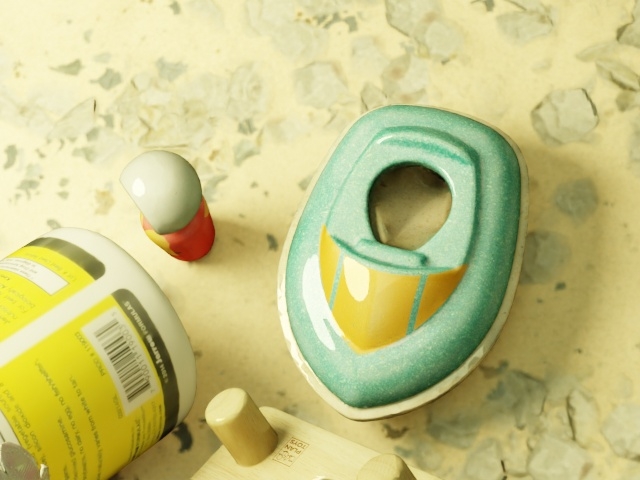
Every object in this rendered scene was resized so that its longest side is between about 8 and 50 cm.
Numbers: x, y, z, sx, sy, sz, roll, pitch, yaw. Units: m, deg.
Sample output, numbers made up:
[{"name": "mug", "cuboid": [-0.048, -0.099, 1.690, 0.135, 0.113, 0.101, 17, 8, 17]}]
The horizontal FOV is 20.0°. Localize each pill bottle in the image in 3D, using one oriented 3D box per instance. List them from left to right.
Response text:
[{"name": "pill bottle", "cuboid": [-0.268, 0.144, 1.344, 0.188, 0.188, 0.334, 41, 53, 19]}]

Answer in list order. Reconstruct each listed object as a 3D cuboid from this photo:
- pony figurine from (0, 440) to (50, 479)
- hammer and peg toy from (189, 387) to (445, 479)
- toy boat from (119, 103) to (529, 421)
[{"name": "pony figurine", "cuboid": [-0.219, 0.352, 1.132, 0.363, 0.351, 0.303, 37, 53, 19]}, {"name": "hammer and peg toy", "cuboid": [-0.076, 0.222, 1.301, 0.266, 0.127, 0.361, -46, 33, -20]}, {"name": "toy boat", "cuboid": [0.000, 0.000, 1.439, 0.318, 0.148, 0.267, 10, 73, 12]}]
